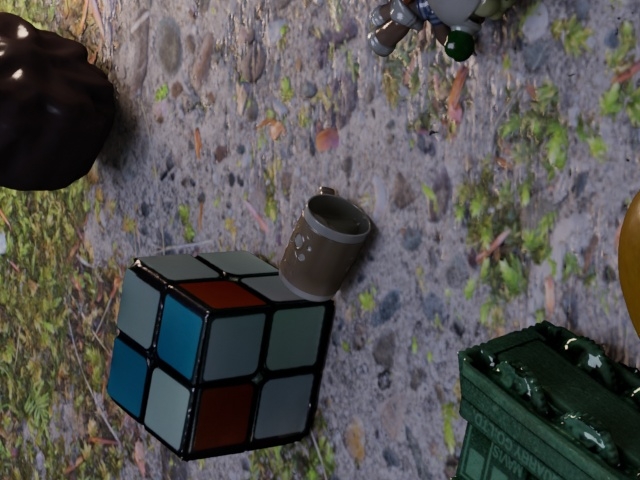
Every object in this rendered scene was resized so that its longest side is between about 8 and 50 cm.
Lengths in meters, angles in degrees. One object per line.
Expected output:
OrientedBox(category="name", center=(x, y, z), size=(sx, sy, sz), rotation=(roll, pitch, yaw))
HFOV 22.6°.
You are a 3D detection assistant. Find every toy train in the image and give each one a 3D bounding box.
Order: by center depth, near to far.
OrientedBox(category="toy train", center=(0.248, 0.211, 1.391), size=(0.330, 0.139, 0.178), rotation=(38, 131, 40))

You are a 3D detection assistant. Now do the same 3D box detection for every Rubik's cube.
OrientedBox(category="Rubik's cube", center=(-0.114, 0.124, 1.784), size=(0.167, 0.180, 0.183), rotation=(28, 112, 46))

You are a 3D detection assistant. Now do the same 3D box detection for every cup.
OrientedBox(category="cup", center=(-0.006, 0.001, 1.724), size=(0.102, 0.074, 0.099), rotation=(51, 130, 36))

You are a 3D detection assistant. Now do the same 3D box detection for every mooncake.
OrientedBox(category="mooncake", center=(-0.401, -0.189, 2.043), size=(0.283, 0.283, 0.141), rotation=(50, 124, 36))

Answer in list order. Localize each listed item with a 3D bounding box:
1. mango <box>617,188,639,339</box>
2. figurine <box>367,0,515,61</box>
OrientedBox(category="mango", center=(0.389, 0.051, 1.104), size=(0.446, 0.232, 0.300), rotation=(15, 128, 48))
OrientedBox(category="figurine", center=(0.127, -0.234, 1.537), size=(0.197, 0.094, 0.147), rotation=(-36, 42, 54))
